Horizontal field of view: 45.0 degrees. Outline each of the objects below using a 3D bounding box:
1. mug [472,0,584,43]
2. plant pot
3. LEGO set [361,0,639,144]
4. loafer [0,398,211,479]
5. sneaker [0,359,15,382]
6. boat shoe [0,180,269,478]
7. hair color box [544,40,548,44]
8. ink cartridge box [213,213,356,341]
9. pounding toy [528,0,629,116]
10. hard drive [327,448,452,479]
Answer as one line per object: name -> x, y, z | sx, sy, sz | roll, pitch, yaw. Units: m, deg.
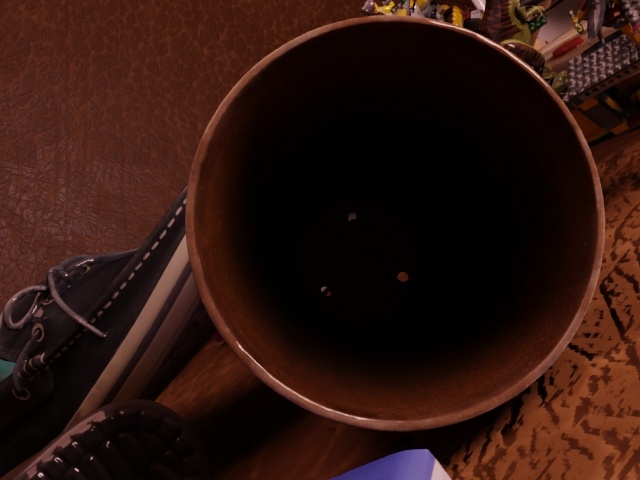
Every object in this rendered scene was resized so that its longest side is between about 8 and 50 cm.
mug -> 0.382, -0.421, 1.090 | 0.328, 0.276, 0.374 | -36, -22, -29
plant pot -> 0.034, 0.003, 0.506 | 0.215, 0.215, 0.230 | -38, -5, -7
LEGO set -> 0.133, -0.177, 0.566 | 0.331, 0.192, 0.255 | -22, 48, 51
loafer -> -0.225, 0.245, 0.495 | 0.365, 0.134, 0.130 | -34, -1, -14
sneaker -> -0.394, 0.200, 1.039 | 0.123, 0.178, 0.295 | -39, 11, -15
boat shoe -> -0.198, 0.084, 0.678 | 0.500, 0.156, 0.187 | -47, -2, 32
hair color box -> 0.240, -0.199, 1.058 | 0.093, 0.053, 0.167 | -46, 15, -34
ink cartridge box -> 0.000, 0.000, 0.950 | 0.311, 0.065, 0.185 | -45, 13, -29
pounding toy -> 0.215, -0.167, 0.700 | 0.154, 0.155, 0.269 | -38, 13, -15
hard drive -> -0.068, 0.218, 0.263 | 0.210, 0.040, 0.319 | -31, 12, 28
